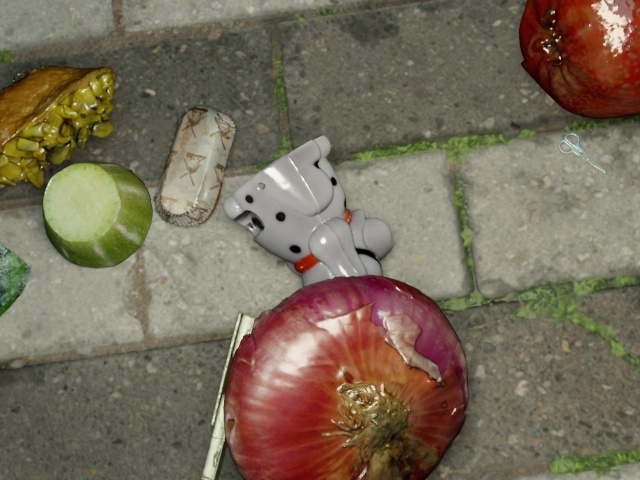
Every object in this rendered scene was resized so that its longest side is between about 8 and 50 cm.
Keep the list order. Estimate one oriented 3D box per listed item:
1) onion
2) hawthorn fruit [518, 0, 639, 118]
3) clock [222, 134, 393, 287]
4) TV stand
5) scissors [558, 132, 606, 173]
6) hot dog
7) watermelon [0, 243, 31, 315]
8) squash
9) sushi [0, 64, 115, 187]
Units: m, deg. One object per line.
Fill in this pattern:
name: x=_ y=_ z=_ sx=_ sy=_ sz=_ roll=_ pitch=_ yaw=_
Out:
onion: x=0.021 y=0.202 z=1.441 sx=0.347 sy=0.285 sz=0.348 roll=-8 pitch=109 yaw=-25
hawthorn fruit: x=0.453 y=-0.311 z=1.530 sx=0.307 sy=0.265 sz=0.265 roll=-10 pitch=75 yaw=-21
clock: x=0.000 y=-0.004 z=1.529 sx=0.189 sy=0.189 sz=0.254 roll=-39 pitch=90 yaw=-6
TV stand: x=-0.129 y=0.230 z=1.538 sx=0.042 sy=0.036 sz=0.249 roll=12 pitch=78 yaw=5
scissors: x=0.401 y=-0.129 z=1.605 sx=0.083 sy=0.006 sz=0.036 roll=42 pitch=84 yaw=12
hot dog: x=-0.190 y=-0.114 z=1.613 sx=0.108 sy=0.059 sz=0.191 roll=11 pitch=81 yaw=20
watermelon: x=-0.501 y=0.066 z=1.599 sx=0.101 sy=0.080 sz=0.155 roll=19 pitch=73 yaw=-28
squash: x=-0.344 y=-0.046 z=1.581 sx=0.170 sy=0.123 sz=0.170 roll=0 pitch=82 yaw=3
sushi: x=-0.427 y=-0.160 z=1.581 sx=0.296 sy=0.167 sz=0.179 roll=-34 pitch=78 yaw=-32
